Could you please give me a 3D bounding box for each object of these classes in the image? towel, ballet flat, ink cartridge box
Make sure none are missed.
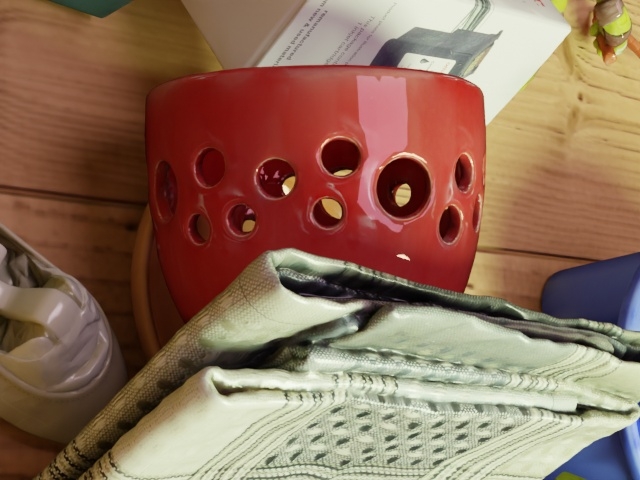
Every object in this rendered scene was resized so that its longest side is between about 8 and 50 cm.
[{"bbox_3d":[-0.004,0.134,0.786,0.312,0.324,0.056,13,43,-41],"label":"towel"},{"bbox_3d":[-0.175,0.027,0.796,0.248,0.086,0.086,44,55,-28],"label":"ballet flat"},{"bbox_3d":[0.020,-0.172,0.946,0.237,0.100,0.172,3,47,-48],"label":"ink cartridge box"}]

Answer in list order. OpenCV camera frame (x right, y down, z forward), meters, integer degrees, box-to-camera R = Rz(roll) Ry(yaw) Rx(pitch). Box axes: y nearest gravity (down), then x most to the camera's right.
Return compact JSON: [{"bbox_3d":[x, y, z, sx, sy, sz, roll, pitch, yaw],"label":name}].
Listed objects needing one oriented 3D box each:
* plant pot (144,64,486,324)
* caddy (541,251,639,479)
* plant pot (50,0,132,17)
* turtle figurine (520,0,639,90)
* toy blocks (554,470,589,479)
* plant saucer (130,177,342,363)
[{"bbox_3d":[0.000,0.000,0.840,0.191,0.191,0.174,1,84,-43],"label":"plant pot"},{"bbox_3d":[0.299,0.148,1.150,0.341,0.179,0.241,42,55,-29],"label":"caddy"},{"bbox_3d":[-0.179,-0.242,0.801,0.234,0.166,0.165,9,75,-34],"label":"plant pot"},{"bbox_3d":[0.189,-0.208,1.180,0.217,0.087,0.269,-46,113,-39],"label":"turtle figurine"},{"bbox_3d":[0.162,0.384,0.979,0.261,0.191,0.381,-37,117,-24],"label":"toy blocks"},{"bbox_3d":[-0.042,0.035,0.951,0.200,0.037,0.200,9,76,-42],"label":"plant saucer"}]
